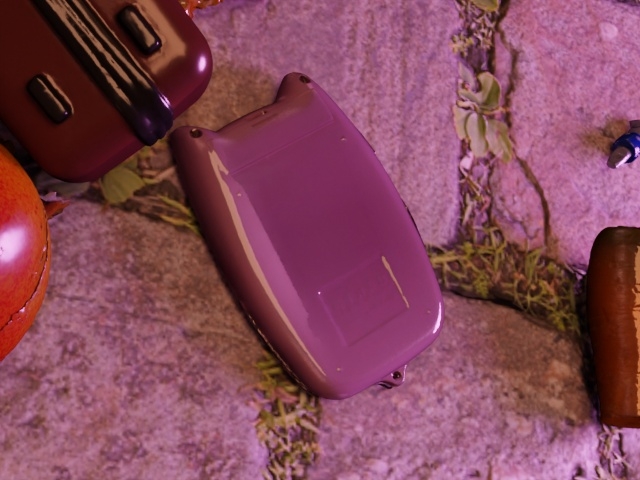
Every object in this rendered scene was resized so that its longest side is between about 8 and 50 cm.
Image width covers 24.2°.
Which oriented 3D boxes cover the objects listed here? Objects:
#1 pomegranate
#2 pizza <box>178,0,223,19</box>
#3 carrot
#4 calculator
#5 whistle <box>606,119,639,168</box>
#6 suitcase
[{"bbox_3d":[-0.288,0.001,1.069,0.210,0.210,0.235,53,43,-4],"label":"pomegranate"},{"bbox_3d":[-0.118,-0.264,1.333,0.226,0.069,0.147,-31,91,-33],"label":"pizza"},{"bbox_3d":[0.295,0.083,1.435,0.087,0.087,0.193,6,83,-27],"label":"carrot"},{"bbox_3d":[0.001,-0.001,1.322,0.194,0.043,0.294,-30,90,-33],"label":"calculator"},{"bbox_3d":[0.317,-0.099,1.538,0.033,0.029,0.083,27,48,24],"label":"whistle"},{"bbox_3d":[-0.220,-0.193,1.151,0.161,0.236,0.297,-39,94,-2],"label":"suitcase"}]
